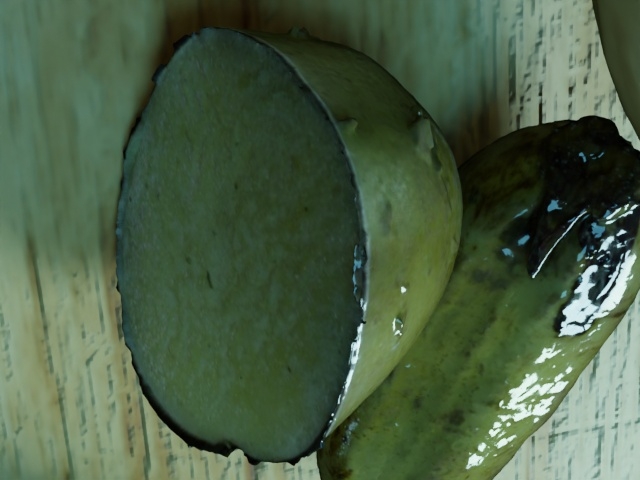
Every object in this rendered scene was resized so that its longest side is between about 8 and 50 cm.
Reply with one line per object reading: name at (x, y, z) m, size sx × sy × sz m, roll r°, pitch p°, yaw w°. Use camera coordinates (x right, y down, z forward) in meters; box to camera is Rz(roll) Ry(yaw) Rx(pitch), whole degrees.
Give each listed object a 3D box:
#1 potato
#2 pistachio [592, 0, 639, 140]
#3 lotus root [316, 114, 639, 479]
potato at (0.000, 0.000, 0.864) m, size 0.117 × 0.182 × 0.202 m, roll -12°, pitch 129°, yaw -37°
pistachio at (0.229, -0.114, 0.826) m, size 0.230 × 0.230 × 0.309 m, roll -18°, pitch 114°, yaw -9°
lotus root at (0.077, 0.040, 0.942) m, size 0.110 × 0.097 × 0.258 m, roll 32°, pitch 118°, yaw -3°
